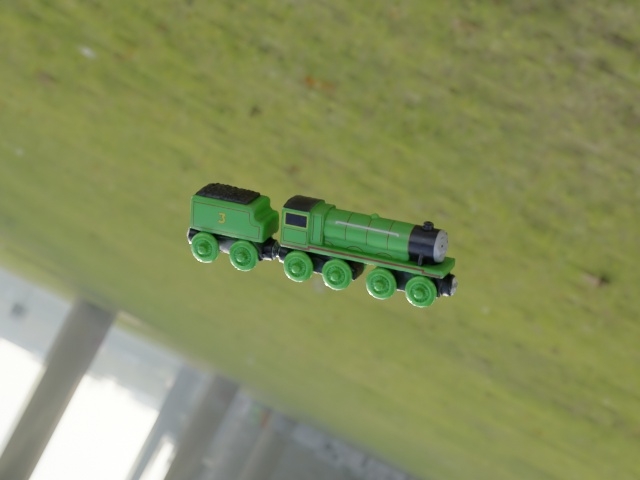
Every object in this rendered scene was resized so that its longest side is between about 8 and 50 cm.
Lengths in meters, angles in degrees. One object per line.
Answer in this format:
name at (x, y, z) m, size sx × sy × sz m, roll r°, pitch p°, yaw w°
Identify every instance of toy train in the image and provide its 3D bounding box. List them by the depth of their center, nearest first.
toy train at (0.000, 0.000, 0.527) m, size 0.083 × 0.024 × 0.017 m, roll 11°, pitch -159°, yaw 19°
